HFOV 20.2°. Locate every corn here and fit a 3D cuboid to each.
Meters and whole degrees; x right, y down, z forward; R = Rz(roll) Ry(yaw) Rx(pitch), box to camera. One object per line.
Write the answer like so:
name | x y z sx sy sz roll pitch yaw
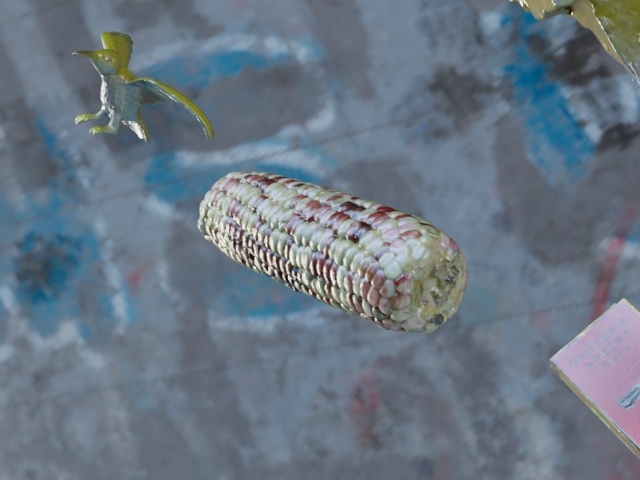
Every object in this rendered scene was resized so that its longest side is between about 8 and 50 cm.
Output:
corn | 0.000 0.000 1.315 0.253 0.086 0.086 22 124 45

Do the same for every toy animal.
toy animal | -0.216 -0.152 1.897 0.219 0.155 0.095 41 111 34

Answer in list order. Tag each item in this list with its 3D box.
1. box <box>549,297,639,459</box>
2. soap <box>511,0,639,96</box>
box | 0.270 0.121 1.524 0.133 0.090 0.023 47 170 28
soap | 0.277 -0.289 1.902 0.169 0.339 0.304 -28 95 -1
